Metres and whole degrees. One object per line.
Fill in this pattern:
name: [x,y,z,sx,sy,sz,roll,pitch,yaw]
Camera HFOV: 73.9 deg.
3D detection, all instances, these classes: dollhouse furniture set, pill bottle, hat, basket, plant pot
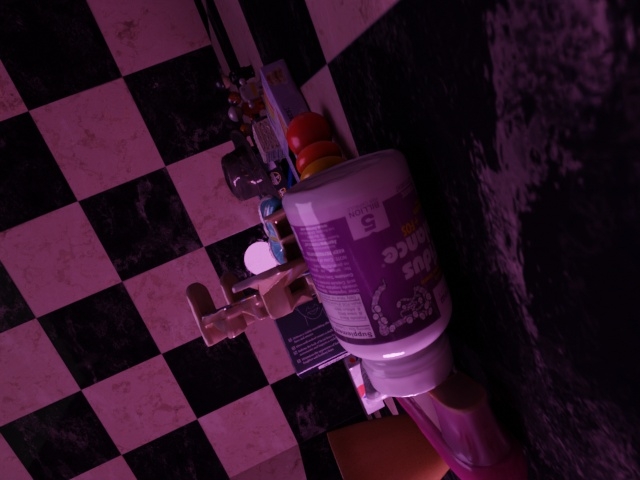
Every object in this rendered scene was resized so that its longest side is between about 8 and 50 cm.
dollhouse furniture set: [-0.081,0.031,1.043,0.257,0.361,0.394,67,-160,3]
pill bottle: [0.077,0.048,0.570,0.169,0.169,0.302,-136,23,-73]
hat: [-0.295,-0.244,1.625,0.331,0.133,0.331,49,162,21]
basket: [-0.157,-0.329,1.398,0.167,0.103,0.114,156,91,-84]
plant pot: [0.176,0.513,0.998,0.237,0.254,0.237,156,90,-84]

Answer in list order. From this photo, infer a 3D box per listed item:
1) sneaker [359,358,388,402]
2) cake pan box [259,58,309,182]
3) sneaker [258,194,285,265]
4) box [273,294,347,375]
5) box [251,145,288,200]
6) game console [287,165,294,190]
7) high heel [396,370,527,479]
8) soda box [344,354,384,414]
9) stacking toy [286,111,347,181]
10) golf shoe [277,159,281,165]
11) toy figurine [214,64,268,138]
sneaker: [0.173,0.448,1.436,0.281,0.105,0.116,-158,45,-81]
cake pan box: [-0.061,-0.259,1.050,0.246,0.070,0.267,101,145,-82]
sneaker: [-0.112,-0.012,1.331,0.110,0.107,0.276,17,136,56]
box: [-0.028,0.281,1.644,0.212,0.293,0.396,85,161,-69]
box: [-0.208,-0.220,1.843,0.395,0.097,0.318,61,167,-21]
game console: [-0.038,-0.153,1.397,0.250,0.173,0.293,36,174,-3]
high heel: [0.180,0.265,0.700,0.377,0.127,0.182,-140,25,-80]
soda box: [0.203,0.658,1.976,0.098,0.091,0.287,-131,18,-67]
stacking toy: [0.014,-0.095,0.778,0.141,0.141,0.331,82,167,-66]
golf shoe: [-0.204,-0.356,1.827,0.186,0.067,0.086,-145,31,-77]
toy figurine: [-0.276,-0.502,1.548,0.213,0.148,0.210,76,169,-51]
